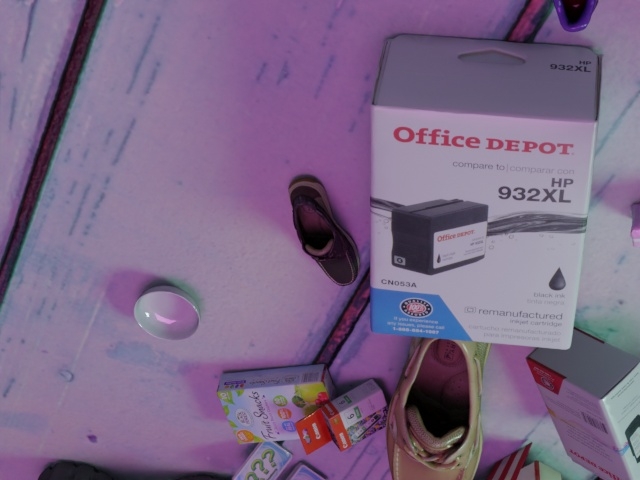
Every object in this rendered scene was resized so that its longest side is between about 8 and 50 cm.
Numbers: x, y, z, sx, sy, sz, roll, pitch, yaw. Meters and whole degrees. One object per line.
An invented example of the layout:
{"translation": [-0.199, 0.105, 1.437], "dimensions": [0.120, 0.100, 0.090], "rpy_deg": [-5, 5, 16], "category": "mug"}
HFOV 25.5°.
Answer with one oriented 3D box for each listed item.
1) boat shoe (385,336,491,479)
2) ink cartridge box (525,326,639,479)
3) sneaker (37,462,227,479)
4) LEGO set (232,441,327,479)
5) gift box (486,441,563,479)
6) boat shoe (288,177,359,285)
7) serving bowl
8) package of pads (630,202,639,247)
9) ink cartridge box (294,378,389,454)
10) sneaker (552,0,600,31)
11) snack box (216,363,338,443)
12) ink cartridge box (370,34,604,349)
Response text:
{"translation": [0.132, 0.215, 1.688], "dimensions": [0.121, 0.110, 0.341], "rpy_deg": [10, 123, 12], "category": "boat shoe"}
{"translation": [0.328, 0.198, 1.647], "dimensions": [0.127, 0.072, 0.175], "rpy_deg": [28, 152, 50], "category": "ink cartridge box"}
{"translation": [-0.235, 0.400, 1.932], "dimensions": [0.340, 0.140, 0.125], "rpy_deg": [3, 128, 7], "category": "sneaker"}
{"translation": [-0.078, 0.408, 1.876], "dimensions": [0.182, 0.060, 0.244], "rpy_deg": [39, 89, -21], "category": "LEGO set"}
{"translation": [0.279, 0.434, 1.793], "dimensions": [0.258, 0.255, 0.276], "rpy_deg": [30, 126, -25], "category": "gift box"}
{"translation": [0.000, 0.000, 1.598], "dimensions": [0.056, 0.049, 0.152], "rpy_deg": [-15, 126, 22], "category": "boat shoe"}
{"translation": [-0.184, 0.084, 1.724], "dimensions": [0.083, 0.027, 0.083], "rpy_deg": [6, 130, 7], "category": "serving bowl"}
{"translation": [0.372, -0.019, 1.505], "dimensions": [0.083, 0.050, 0.032], "rpy_deg": [-5, 129, 17], "category": "package of pads"}
{"translation": [0.030, 0.227, 1.763], "dimensions": [0.115, 0.029, 0.063], "rpy_deg": [-28, 128, -12], "category": "ink cartridge box"}
{"translation": [0.239, -0.269, 1.304], "dimensions": [0.068, 0.071, 0.170], "rpy_deg": [-2, 129, 14], "category": "sneaker"}
{"translation": [-0.050, 0.209, 1.796], "dimensions": [0.141, 0.037, 0.100], "rpy_deg": [-6, 128, 15], "category": "snack box"}
{"translation": [0.166, -0.045, 1.473], "dimensions": [0.223, 0.129, 0.307], "rpy_deg": [5, 131, 8], "category": "ink cartridge box"}
